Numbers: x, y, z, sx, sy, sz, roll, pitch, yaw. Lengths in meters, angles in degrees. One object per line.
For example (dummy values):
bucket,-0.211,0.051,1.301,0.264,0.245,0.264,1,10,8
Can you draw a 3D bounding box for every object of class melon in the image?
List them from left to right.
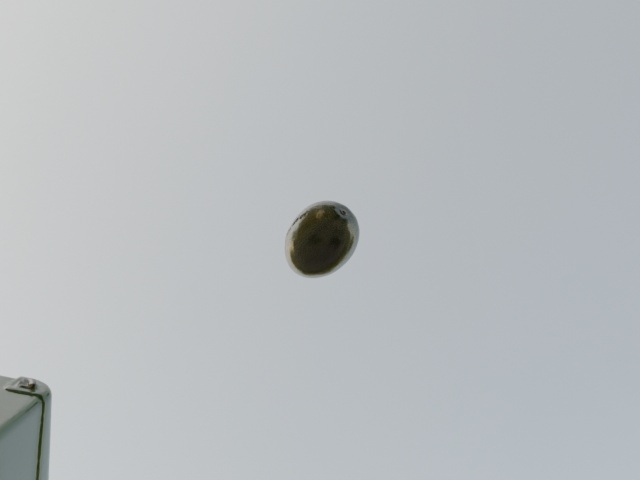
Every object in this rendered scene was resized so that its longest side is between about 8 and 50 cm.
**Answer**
melon,0.000,0.000,1.267,0.098,0.098,0.130,36,-56,-11

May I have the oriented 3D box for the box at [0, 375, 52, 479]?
box,-0.362,0.208,0.703,0.253,0.328,0.178,12,-80,2
